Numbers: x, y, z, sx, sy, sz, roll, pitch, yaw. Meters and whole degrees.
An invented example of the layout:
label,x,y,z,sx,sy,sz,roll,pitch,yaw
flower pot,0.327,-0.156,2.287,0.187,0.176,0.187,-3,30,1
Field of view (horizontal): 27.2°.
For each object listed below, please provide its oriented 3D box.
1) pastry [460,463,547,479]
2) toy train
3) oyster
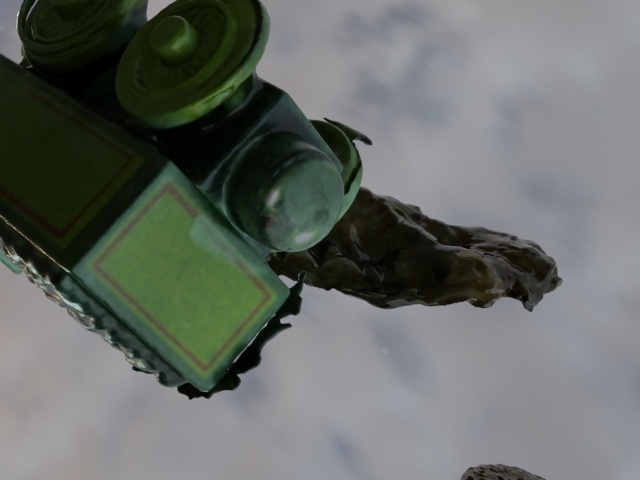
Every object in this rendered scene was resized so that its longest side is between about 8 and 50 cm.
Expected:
label,x,y,z,sx,sy,sz,roll,pitch,yaw
pastry,0.127,0.183,0.851,0.109,0.097,0.057,38,-64,53
toy train,-0.104,-0.047,0.737,0.188,0.159,0.272,-49,-135,-9
oyster,0.001,-0.001,0.947,0.128,0.345,0.078,-66,163,-65
